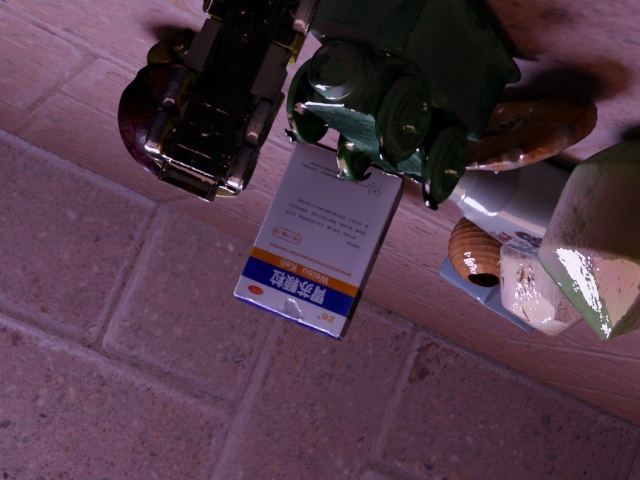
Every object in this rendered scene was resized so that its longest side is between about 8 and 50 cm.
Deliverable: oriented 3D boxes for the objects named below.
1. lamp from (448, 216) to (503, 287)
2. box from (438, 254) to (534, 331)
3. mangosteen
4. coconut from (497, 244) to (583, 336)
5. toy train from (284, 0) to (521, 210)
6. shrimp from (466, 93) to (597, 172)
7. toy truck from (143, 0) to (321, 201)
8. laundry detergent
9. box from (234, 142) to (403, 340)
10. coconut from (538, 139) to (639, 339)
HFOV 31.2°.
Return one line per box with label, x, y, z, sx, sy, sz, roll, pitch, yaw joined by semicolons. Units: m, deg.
lamp;0.282;0.013;1.940;0.136;0.136;0.136;22;172;3
box;0.338;0.065;2.119;0.227;0.130;0.162;31;-177;-42
mangosteen;-0.203;-0.196;1.712;0.216;0.216;0.216;22;172;3
coconut;0.363;0.067;1.823;0.171;0.182;0.171;-3;-169;1
toy train;0.082;-0.155;1.164;0.145;0.201;0.266;18;170;31
shrimp;0.197;-0.119;1.325;0.317;0.164;0.062;18;129;70
toy truck;-0.092;-0.176;1.277;0.124;0.272;0.157;23;179;1
laundry detergent;0.321;-0.031;1.598;0.398;0.124;0.264;25;172;-6
box;0.000;0.000;2.001;0.200;0.299;0.106;22;173;8
coconut;0.365;0.007;1.335;0.205;0.235;0.236;17;171;12
